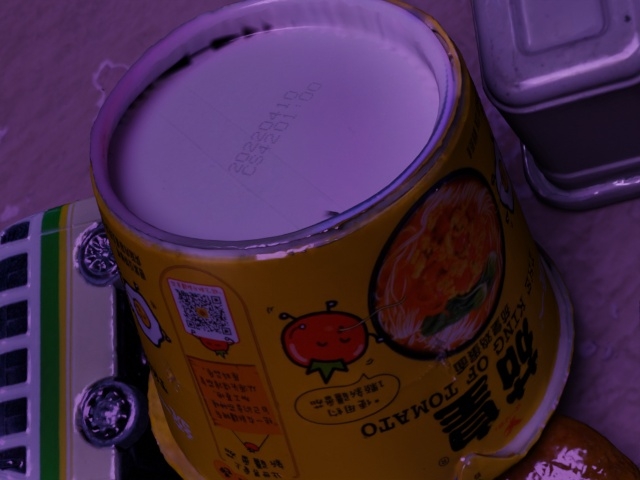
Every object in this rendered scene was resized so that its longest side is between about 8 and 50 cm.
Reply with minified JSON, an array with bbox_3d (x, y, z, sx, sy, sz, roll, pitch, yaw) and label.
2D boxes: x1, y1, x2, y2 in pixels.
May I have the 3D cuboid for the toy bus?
[{"bbox_3d":[-0.187,0.110,1.222,0.164,0.133,0.276,-11,69,23],"label":"toy bus"}]

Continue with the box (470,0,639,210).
[{"bbox_3d":[0.191,-0.202,1.091,0.175,0.182,0.312,-14,69,23],"label":"box"}]

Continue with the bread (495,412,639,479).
[{"bbox_3d":[0.116,0.163,1.080,0.344,0.084,0.124,17,85,29],"label":"bread"}]

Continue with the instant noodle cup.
[{"bbox_3d":[0.000,0.000,1.021,0.325,0.254,0.326,-9,45,9],"label":"instant noodle cup"}]
